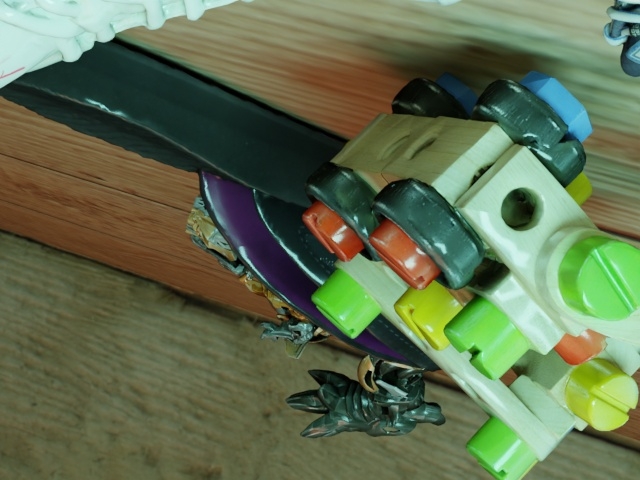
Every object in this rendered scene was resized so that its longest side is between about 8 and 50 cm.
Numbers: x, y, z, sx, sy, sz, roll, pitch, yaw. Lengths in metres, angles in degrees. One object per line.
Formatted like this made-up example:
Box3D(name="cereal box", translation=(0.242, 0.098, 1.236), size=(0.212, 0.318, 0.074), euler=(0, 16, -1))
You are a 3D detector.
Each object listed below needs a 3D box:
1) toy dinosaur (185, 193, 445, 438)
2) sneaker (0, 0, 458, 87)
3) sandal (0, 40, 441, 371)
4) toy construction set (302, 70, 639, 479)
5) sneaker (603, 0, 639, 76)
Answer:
Box3D(name="toy dinosaur", translation=(0.055, 0.057, 1.293), size=(0.322, 0.164, 0.218), euler=(41, 159, 7))
Box3D(name="sneaker", translation=(-0.062, -0.085, 0.501), size=(0.232, 0.115, 0.090), euler=(17, 173, 26))
Box3D(name="sandal", translation=(-0.002, -0.001, 1.084), size=(0.446, 0.107, 0.167), euler=(22, 174, -19))
Box3D(name="toy construction set", translation=(0.107, 0.024, 0.754), size=(0.215, 0.151, 0.328), euler=(47, 158, -14))
Box3D(name="sneaker", translation=(0.094, -0.067, 0.432), size=(0.052, 0.058, 0.135), euler=(18, 173, 21))
